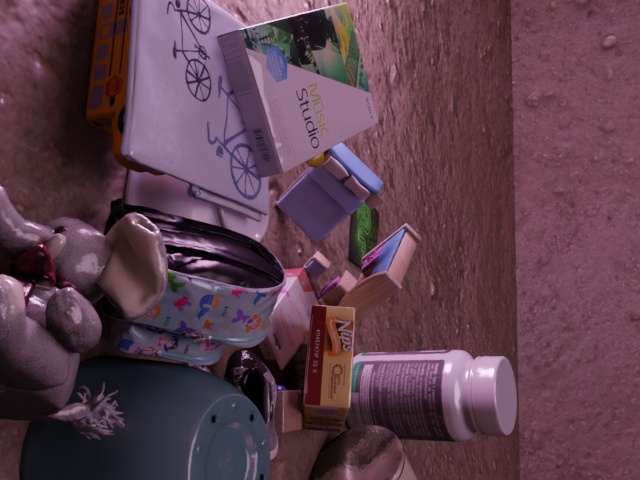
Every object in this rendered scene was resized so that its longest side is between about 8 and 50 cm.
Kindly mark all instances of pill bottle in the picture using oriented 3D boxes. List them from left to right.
[{"bbox_3d":[0.250,0.356,1.709,0.204,0.360,0.204,18,69,-58],"label":"pill bottle"}]

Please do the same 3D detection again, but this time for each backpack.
[{"bbox_3d":[-0.183,0.063,1.066,0.253,0.225,0.191,7,111,-22],"label":"backpack"}]

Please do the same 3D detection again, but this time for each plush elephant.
[{"bbox_3d":[-0.329,0.058,0.847,0.330,0.271,0.256,43,40,-48],"label":"plush elephant"}]

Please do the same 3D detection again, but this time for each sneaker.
[{"bbox_3d":[-0.107,0.230,1.188,0.229,0.086,0.132,-111,-162,-49],"label":"sneaker"}]

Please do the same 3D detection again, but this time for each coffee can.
[{"bbox_3d":[0.127,0.568,1.607,0.276,0.201,0.202,66,34,-29],"label":"coffee can"}]

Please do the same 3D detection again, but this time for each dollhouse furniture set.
[{"bbox_3d":[0.000,0.000,1.493,0.303,0.286,0.198,45,33,-7],"label":"dollhouse furniture set"}]

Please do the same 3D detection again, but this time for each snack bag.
[{"bbox_3d":[-0.180,-0.217,1.124,0.342,0.037,0.323,20,66,-58],"label":"snack bag"}]

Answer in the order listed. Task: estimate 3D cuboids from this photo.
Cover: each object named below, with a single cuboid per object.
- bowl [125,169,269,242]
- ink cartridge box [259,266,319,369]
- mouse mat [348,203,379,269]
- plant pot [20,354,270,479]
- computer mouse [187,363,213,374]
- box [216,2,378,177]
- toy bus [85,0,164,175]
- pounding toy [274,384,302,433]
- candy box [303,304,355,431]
[{"bbox_3d":[-0.179,-0.053,1.260,0.297,0.134,0.298,20,67,-59],"label":"bowl"},{"bbox_3d":[-0.078,0.154,1.465,0.198,0.067,0.115,-53,130,-53],"label":"ink cartridge box"},{"bbox_3d":[0.112,-0.016,1.903,0.152,0.007,0.190,35,54,-53],"label":"mouse mat"},{"bbox_3d":[-0.213,0.304,1.021,0.293,0.235,0.293,18,70,-59],"label":"plant pot"},{"bbox_3d":[-0.211,0.237,1.238,0.106,0.042,0.193,37,47,-58],"label":"computer mouse"},{"bbox_3d":[-0.024,-0.267,1.275,0.322,0.058,0.233,-36,115,-50],"label":"box"},{"bbox_3d":[-0.274,-0.267,1.134,0.108,0.130,0.333,26,62,-58],"label":"toy bus"},{"bbox_3d":[-0.118,0.288,1.322,0.130,0.141,0.100,35,53,-71],"label":"pounding toy"},{"bbox_3d":[0.014,0.257,1.439,0.316,0.087,0.183,95,0,-68],"label":"candy box"}]
